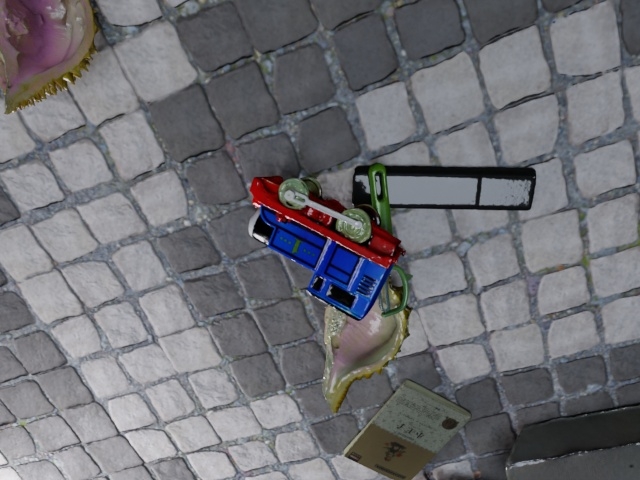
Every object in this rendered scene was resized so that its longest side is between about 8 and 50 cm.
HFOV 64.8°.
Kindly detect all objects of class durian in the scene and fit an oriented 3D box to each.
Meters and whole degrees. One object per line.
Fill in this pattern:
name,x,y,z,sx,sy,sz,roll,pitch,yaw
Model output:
durian,-0.338,-0.249,0.567,0.165,0.132,0.182,-42,95,8
durian,0.049,0.144,0.745,0.140,0.078,0.224,18,96,-16

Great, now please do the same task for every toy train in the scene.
toy train,0.000,0.000,0.647,0.204,0.082,0.131,28,107,13

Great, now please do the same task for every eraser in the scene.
eraser,0.477,0.344,0.828,0.352,0.077,0.111,-15,116,10

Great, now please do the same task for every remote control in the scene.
remote control,0.165,-0.069,0.680,0.245,0.025,0.063,0,110,3

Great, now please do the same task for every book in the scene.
book,0.148,0.337,0.874,0.138,0.016,0.199,29,113,-10

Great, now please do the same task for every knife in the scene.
knife,0.095,0.000,0.679,0.054,0.015,0.212,-12,104,-12
